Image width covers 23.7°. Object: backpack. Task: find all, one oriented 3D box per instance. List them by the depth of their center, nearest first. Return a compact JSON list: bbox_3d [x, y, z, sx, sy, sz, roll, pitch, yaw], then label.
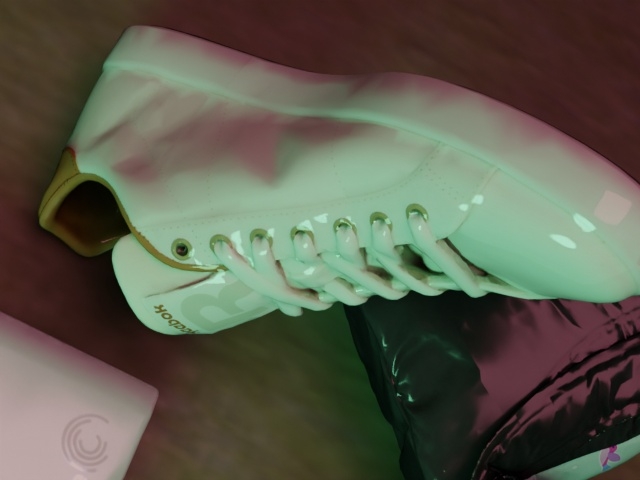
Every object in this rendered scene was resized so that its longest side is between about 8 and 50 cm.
[{"bbox_3d":[0.111,0.040,0.709,0.182,0.115,0.152,-20,89,-9],"label":"backpack"}]

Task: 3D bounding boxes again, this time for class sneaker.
[{"bbox_3d":[0.000,0.000,0.610,0.106,0.290,0.123,45,69,-44],"label":"sneaker"}]

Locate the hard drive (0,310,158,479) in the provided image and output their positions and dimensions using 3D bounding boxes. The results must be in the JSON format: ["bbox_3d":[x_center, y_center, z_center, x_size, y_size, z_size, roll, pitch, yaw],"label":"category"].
[{"bbox_3d":[-0.240,0.084,0.596,0.307,0.040,0.203,28,69,-15],"label":"hard drive"}]
